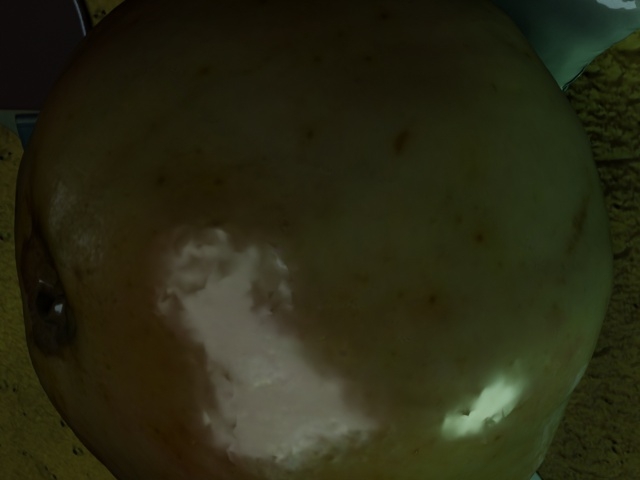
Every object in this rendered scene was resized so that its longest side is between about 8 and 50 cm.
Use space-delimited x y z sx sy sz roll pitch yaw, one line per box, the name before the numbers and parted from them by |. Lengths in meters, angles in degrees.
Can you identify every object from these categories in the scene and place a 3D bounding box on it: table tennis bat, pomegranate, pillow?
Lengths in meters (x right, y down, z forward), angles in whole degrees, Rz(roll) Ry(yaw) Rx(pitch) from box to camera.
table tennis bat | -0.252 -0.132 1.024 0.154 0.021 0.274 2 117 23
pomegranate | 0.000 0.000 0.791 0.412 0.411 0.411 11 122 18
pillow | 0.107 -0.203 0.789 0.254 0.078 0.144 39 148 -3

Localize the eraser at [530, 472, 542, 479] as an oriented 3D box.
eraser | 0.089 0.244 1.073 0.225 0.052 0.095 -30 106 33
